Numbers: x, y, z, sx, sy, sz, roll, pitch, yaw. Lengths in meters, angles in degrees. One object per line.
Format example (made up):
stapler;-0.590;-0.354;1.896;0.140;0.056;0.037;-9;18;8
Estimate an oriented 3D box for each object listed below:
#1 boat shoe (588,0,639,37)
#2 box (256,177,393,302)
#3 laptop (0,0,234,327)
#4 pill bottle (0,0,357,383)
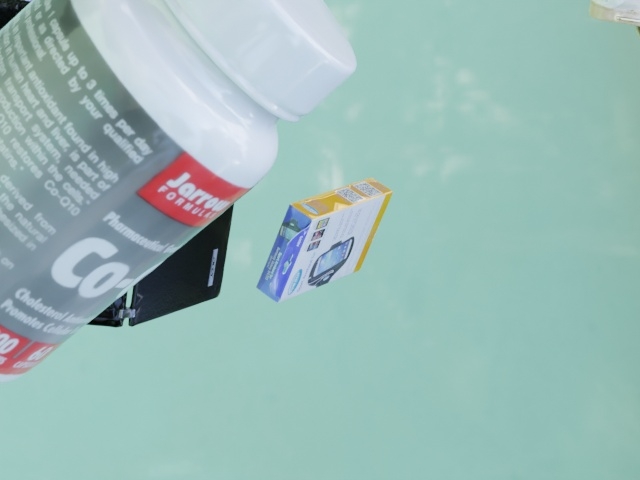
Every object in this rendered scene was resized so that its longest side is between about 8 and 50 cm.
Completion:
boat shoe;0.331;-0.225;1.517;0.170;0.063;0.059;12;112;-31
box;0.000;0.000;1.220;0.136;0.028;0.081;-17;137;-53
laptop;-0.177;-0.064;1.176;0.136;0.264;0.234;-139;-124;-71
pill bottle;-0.128;-0.060;0.876;0.161;0.283;0.161;47;15;-17
